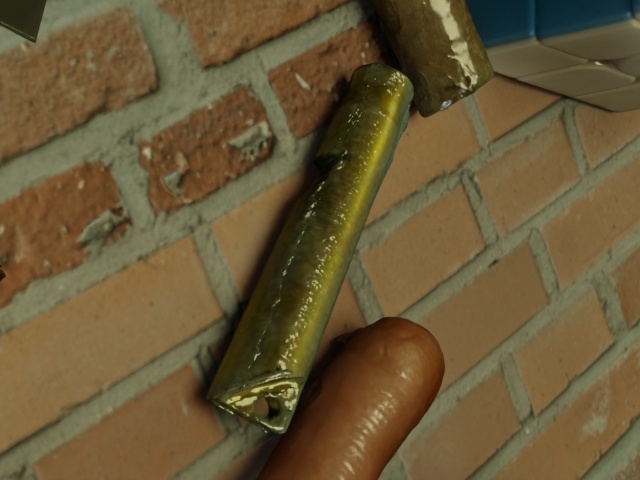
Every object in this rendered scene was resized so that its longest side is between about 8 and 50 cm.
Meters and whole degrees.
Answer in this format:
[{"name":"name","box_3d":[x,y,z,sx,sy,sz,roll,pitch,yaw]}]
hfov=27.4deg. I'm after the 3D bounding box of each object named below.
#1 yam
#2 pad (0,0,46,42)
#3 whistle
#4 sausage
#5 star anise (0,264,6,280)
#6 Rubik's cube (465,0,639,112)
[{"name":"yam","box_3d":[0.049,-0.277,1.107,0.081,0.081,0.357,-39,111,-39]},{"name":"pad","box_3d":[-0.224,-0.246,0.894,0.127,0.004,0.190,25,69,-39]},{"name":"whistle","box_3d":[0.000,0.000,1.035,0.068,0.057,0.326,28,61,-10]},{"name":"sausage","box_3d":[-0.029,0.219,0.962,0.094,0.094,0.419,36,57,-3]},{"name":"star anise","box_3d":[-0.273,-0.064,0.790,0.212,0.053,0.157,14,75,-40]},{"name":"Rubik's cube","box_3d":[0.315,-0.300,1.216,0.291,0.291,0.291,8,79,-44]}]
